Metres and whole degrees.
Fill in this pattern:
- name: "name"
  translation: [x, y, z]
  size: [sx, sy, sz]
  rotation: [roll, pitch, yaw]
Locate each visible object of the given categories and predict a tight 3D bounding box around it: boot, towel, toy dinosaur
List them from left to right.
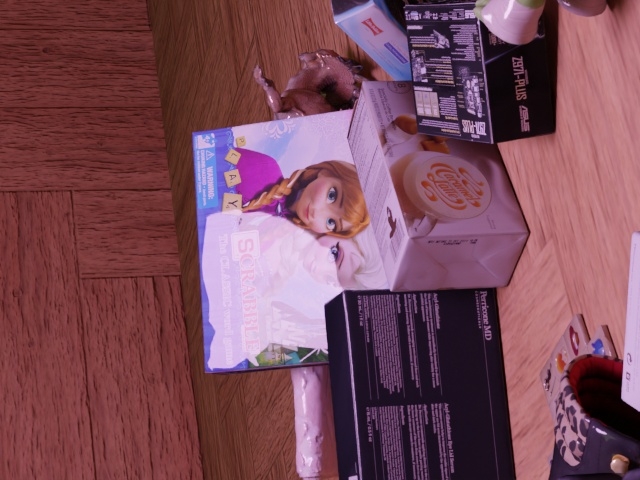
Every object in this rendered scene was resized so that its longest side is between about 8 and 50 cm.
- name: "toy dinosaur"
  translation: [0.004, -0.151, 2.113]
  size: [0.127, 0.200, 0.295]
  rotation: [-37, 65, 63]
- name: "towel"
  translation: [0.011, 0.160, 2.073]
  size: [0.317, 0.053, 0.332]
  rotation: [28, -123, -76]
- name: "boot"
  translation: [0.272, 0.293, 1.242]
  size: [0.377, 0.138, 0.284]
  rotation: [-120, 34, -62]

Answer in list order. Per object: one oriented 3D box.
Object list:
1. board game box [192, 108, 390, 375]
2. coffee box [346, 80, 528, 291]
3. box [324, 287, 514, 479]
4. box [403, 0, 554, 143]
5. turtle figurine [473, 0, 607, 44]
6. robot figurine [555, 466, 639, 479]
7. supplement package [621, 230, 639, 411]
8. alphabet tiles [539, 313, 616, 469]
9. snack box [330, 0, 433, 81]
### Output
- name: "board game box"
  translation: [0.000, 0.000, 1.891]
  size: [0.066, 0.318, 0.318]
  rotation: [18, -114, -69]
- name: "coffee box"
  translation: [0.128, -0.067, 1.707]
  size: [0.098, 0.141, 0.246]
  rotation: [104, 159, -47]
- name: "box"
  translation: [0.112, 0.188, 1.707]
  size: [0.103, 0.184, 0.261]
  rotation: [136, 131, -72]
- name: "box"
  translation: [0.168, -0.186, 1.601]
  size: [0.180, 0.077, 0.147]
  rotation: [-162, 63, -67]
- name: "turtle figurine"
  translation: [0.201, -0.329, 1.329]
  size: [0.266, 0.275, 0.198]
  rotation: [100, -165, -49]
- name: "robot figurine"
  translation: [0.232, 0.303, 1.066]
  size: [0.209, 0.173, 0.278]
  rotation: [144, 123, -70]
- name: "supplement package"
  translation: [0.323, 0.079, 1.011]
  size: [0.244, 0.139, 0.134]
  rotation: [-144, 54, -69]
- name: "alphabet tiles"
  translation: [0.267, 0.202, 1.474]
  size: [0.198, 0.009, 0.237]
  rotation: [108, 156, -51]
- name: "snack box"
  translation: [0.067, -0.352, 1.825]
  size: [0.187, 0.060, 0.322]
  rotation: [36, -143, -49]
